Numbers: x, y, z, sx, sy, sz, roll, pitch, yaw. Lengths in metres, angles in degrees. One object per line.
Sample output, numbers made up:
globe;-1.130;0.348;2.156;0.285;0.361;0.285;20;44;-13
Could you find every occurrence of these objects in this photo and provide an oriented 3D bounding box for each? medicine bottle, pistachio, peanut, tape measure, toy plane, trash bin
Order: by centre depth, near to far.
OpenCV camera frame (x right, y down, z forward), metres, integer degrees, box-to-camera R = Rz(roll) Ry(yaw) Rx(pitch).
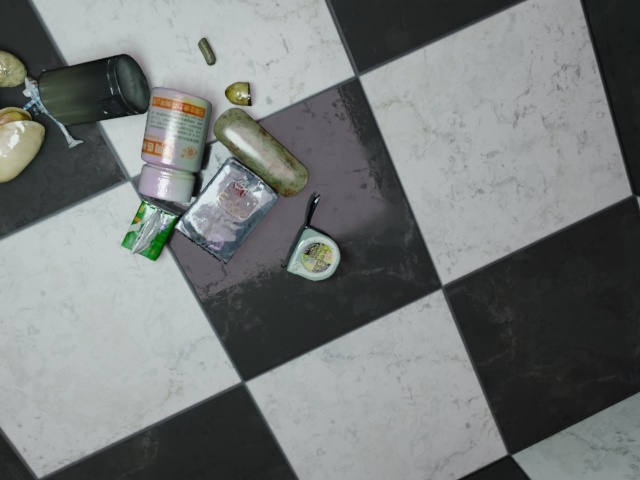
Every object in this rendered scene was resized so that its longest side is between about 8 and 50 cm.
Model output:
trash bin;-0.791;-0.521;1.484;0.302;0.251;0.203;-6;145;9
peanut;-1.168;-0.623;1.490;0.225;0.129;0.129;19;98;-8
pistachio;-1.142;-0.338;1.519;0.188;0.187;0.299;39;94;-13
toy plane;-0.992;-0.480;1.574;0.273;0.107;0.181;51;48;-32
medicine bottle;-0.546;-0.350;1.576;0.220;0.219;0.387;12;100;-10
tape measure;0.000;0.000;1.773;0.215;0.098;0.351;24;100;-9

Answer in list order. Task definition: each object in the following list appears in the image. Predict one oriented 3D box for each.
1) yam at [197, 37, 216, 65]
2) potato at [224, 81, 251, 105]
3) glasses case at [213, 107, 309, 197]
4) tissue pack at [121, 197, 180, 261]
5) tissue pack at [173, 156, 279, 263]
yam;-0.432;-0.717;1.609;0.043;0.043;0.094;-28;102;-1
potato;-0.322;-0.568;1.641;0.103;0.066;0.096;-7;98;-4
glasses case;-0.229;-0.345;1.678;0.425;0.098;0.156;41;96;-13
tissue pack;-0.668;-0.039;1.654;0.148;0.156;0.208;28;95;-14
tissue pack;-0.369;-0.121;1.688;0.259;0.122;0.361;39;93;-17
